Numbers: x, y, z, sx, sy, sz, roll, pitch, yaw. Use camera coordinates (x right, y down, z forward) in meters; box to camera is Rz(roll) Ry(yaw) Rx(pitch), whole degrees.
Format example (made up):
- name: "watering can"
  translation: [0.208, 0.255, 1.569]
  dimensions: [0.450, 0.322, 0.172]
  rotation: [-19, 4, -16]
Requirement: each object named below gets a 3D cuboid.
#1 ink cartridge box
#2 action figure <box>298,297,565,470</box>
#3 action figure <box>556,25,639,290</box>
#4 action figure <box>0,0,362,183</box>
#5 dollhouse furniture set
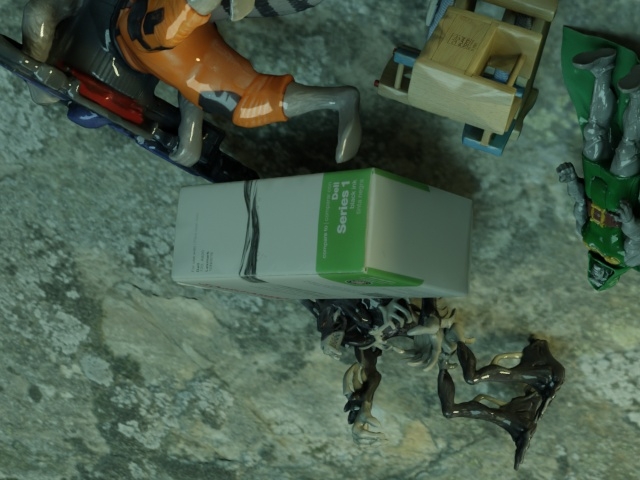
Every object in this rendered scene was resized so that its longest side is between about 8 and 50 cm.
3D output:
- name: "ink cartridge box"
  translation: [0.000, 0.000, 1.185]
  dimensions: [0.219, 0.092, 0.160]
  rotation: [-2, 170, 38]
- name: "action figure"
  translation: [0.087, 0.113, 1.283]
  dimensions: [0.276, 0.141, 0.164]
  rotation: [23, 132, 3]
- name: "action figure"
  translation: [0.241, -0.048, 1.104]
  dimensions: [0.137, 0.063, 0.232]
  rotation: [40, 150, 43]
- name: "action figure"
  translation: [-0.109, -0.156, 1.153]
  dimensions: [0.330, 0.178, 0.341]
  rotation: [14, 170, 37]
- name: "dollhouse furniture set"
  translation: [0.098, -0.131, 1.037]
  dimensions: [0.129, 0.183, 0.129]
  rotation: [20, 134, 11]
